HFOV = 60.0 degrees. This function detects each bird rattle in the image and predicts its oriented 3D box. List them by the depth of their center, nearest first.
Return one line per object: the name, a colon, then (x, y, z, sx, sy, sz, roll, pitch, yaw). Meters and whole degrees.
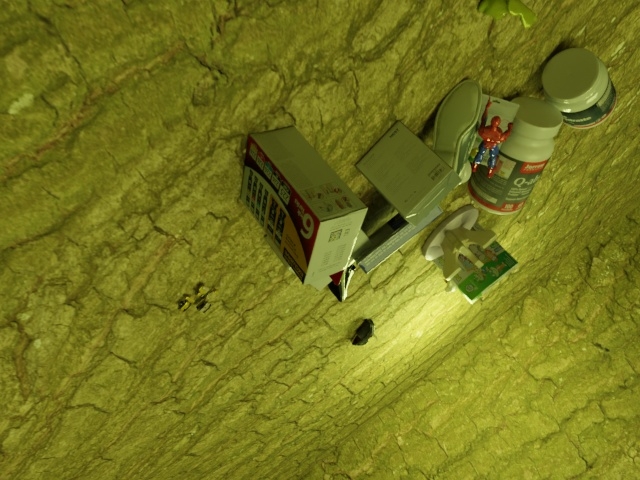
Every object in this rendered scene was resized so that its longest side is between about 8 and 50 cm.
bird rattle: (0.486, -0.655, 1.329, 0.207, 0.143, 0.253, -30, 137, -36)

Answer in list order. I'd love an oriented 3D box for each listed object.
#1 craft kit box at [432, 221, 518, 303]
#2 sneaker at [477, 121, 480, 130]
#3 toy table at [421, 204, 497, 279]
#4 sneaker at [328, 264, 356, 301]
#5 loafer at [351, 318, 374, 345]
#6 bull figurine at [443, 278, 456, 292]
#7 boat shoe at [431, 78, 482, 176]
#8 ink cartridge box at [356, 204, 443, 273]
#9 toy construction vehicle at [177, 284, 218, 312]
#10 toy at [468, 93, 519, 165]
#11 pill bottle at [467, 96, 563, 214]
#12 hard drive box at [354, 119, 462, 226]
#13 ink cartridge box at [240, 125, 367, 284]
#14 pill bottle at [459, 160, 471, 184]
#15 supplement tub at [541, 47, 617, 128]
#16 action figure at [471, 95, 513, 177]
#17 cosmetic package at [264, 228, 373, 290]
craft kit box: (0.625, 0.087, 2.264, 0.246, 0.250, 0.061, -40, 154, 0)
sneaker: (0.406, -0.338, 1.674, 0.152, 0.053, 0.061, -2, 172, -26)
toy table: (0.542, 0.013, 2.158, 0.252, 0.161, 0.274, 14, 121, -47)
sneaker: (0.086, 0.126, 1.912, 0.097, 0.084, 0.234, -28, 147, -19)
loafer: (0.186, 0.404, 2.401, 0.061, 0.062, 0.170, -11, 138, -30)
bull figurine: (0.657, 0.103, 2.461, 0.310, 0.101, 0.188, -39, 147, 0)
boat shoe: (0.390, -0.300, 1.603, 0.099, 0.116, 0.319, 5, 103, -61)
ink cartridge box: (0.239, -0.019, 1.741, 0.303, 0.072, 0.307, -39, -173, 6)
toy construction vehicle: (-0.345, 0.163, 1.565, 0.098, 0.035, 0.086, -46, 137, 7)
toy: (0.510, -0.352, 1.735, 0.056, 0.137, 0.237, -65, 171, -46)
pill bottle: (0.643, -0.278, 1.848, 0.210, 0.210, 0.363, -22, 145, -26)
hard drive box: (0.237, -0.186, 1.523, 0.181, 0.232, 0.089, -45, 149, 12)
ink cartridge box: (-0.057, -0.062, 1.300, 0.130, 0.309, 0.272, -18, 143, -30)
pill bottle: (0.365, -0.206, 1.740, 0.208, 0.119, 0.119, -19, 143, -31)
supplement tub: (0.838, -0.488, 1.798, 0.191, 0.191, 0.272, -50, 147, 18)
action figure: (0.512, -0.312, 1.648, 0.280, 0.091, 0.139, 63, 49, -70)
cosmetic package: (0.000, 0.000, 1.606, 0.224, 0.138, 0.225, -41, 150, 3)
